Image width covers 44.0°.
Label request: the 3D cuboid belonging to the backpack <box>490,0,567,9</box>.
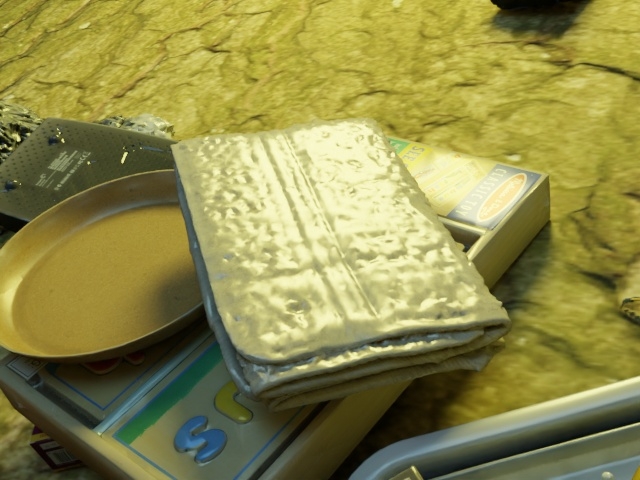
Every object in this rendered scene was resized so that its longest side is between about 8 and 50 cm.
[{"bbox_3d":[0.267,-0.343,0.992,0.120,0.097,0.101,0,31,47],"label":"backpack"}]

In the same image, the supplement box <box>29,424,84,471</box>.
[{"bbox_3d":[-0.200,0.143,0.664,0.055,0.043,0.083,-16,36,9],"label":"supplement box"}]

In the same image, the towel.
[{"bbox_3d":[0.000,0.000,0.588,0.187,0.049,0.282,-9,42,-14],"label":"towel"}]

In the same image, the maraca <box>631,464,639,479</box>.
[{"bbox_3d":[0.172,0.131,0.328,0.186,0.099,0.127,-40,28,23],"label":"maraca"}]

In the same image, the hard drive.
[{"bbox_3d":[-0.222,-0.050,0.854,0.255,0.054,0.172,14,47,13],"label":"hard drive"}]

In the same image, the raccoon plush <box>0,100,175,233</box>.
[{"bbox_3d":[-0.438,-0.179,0.980,0.447,0.299,0.216,-22,36,1],"label":"raccoon plush"}]

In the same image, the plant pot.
[{"bbox_3d":[-0.165,0.020,0.659,0.237,0.032,0.236,-10,36,7],"label":"plant pot"}]

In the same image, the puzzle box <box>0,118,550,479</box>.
[{"bbox_3d":[-0.028,0.042,0.654,0.272,0.052,0.409,20,49,36],"label":"puzzle box"}]

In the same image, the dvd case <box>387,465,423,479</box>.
[{"bbox_3d":[0.023,0.223,0.351,0.165,0.018,0.221,-28,39,-6],"label":"dvd case"}]

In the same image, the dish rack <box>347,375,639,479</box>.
[{"bbox_3d":[0.179,0.195,0.377,0.333,0.072,0.285,-17,38,8],"label":"dish rack"}]
